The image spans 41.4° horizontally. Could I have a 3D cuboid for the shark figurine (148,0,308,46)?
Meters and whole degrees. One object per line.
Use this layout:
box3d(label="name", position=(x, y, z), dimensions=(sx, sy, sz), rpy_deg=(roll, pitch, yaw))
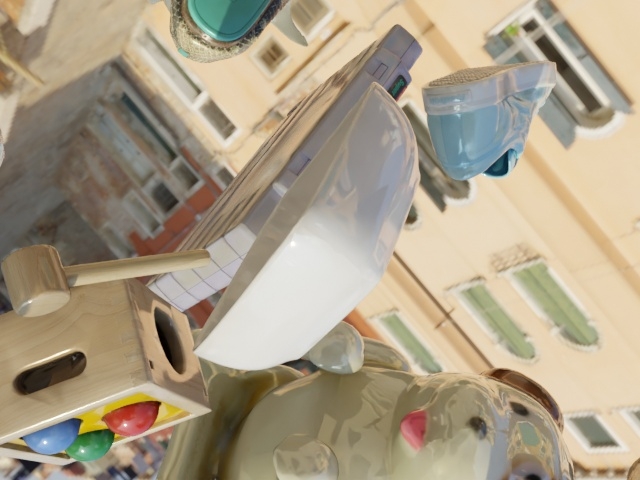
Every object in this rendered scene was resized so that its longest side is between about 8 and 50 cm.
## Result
box3d(label="shark figurine", position=(-0.168, -0.354, 1.389), dimensions=(0.278, 0.116, 0.166), rpy_deg=(1, 173, -45))

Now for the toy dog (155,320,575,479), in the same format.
box3d(label="toy dog", position=(0.056, 0.259, 0.884), dimensions=(0.408, 0.395, 0.285), rpy_deg=(-15, -145, 33))

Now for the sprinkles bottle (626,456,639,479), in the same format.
box3d(label="sprinkles bottle", position=(0.462, 0.411, 1.149), dimensions=(0.121, 0.121, 0.355), rpy_deg=(-38, 175, 27))

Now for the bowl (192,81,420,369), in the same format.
box3d(label="bowl", position=(0.000, 0.000, 0.452), dimensions=(0.142, 0.053, 0.142), rpy_deg=(-48, -168, 43))

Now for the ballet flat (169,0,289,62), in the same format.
box3d(label="ballet flat", position=(-0.053, -0.442, 1.192), dimensions=(0.483, 0.164, 0.182), rpy_deg=(-53, -163, -11))

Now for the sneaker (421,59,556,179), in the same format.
box3d(label="sneaker", position=(0.240, -0.168, 1.193), dimensions=(0.135, 0.150, 0.366), rpy_deg=(3, -163, 34))

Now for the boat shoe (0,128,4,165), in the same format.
box3d(label="boat shoe", position=(-0.439, -0.073, 0.886), dimensions=(0.227, 0.079, 0.081), rpy_deg=(-32, 171, -34))

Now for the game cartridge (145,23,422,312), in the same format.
box3d(label="game cartridge", position=(-0.032, -0.078, 0.919), dimensions=(0.230, 0.068, 0.355), rpy_deg=(-23, -155, 48))

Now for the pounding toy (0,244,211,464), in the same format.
box3d(label="pounding toy", position=(-0.145, 0.079, 0.563), dimensions=(0.181, 0.094, 0.206), rpy_deg=(-21, 158, 4))
